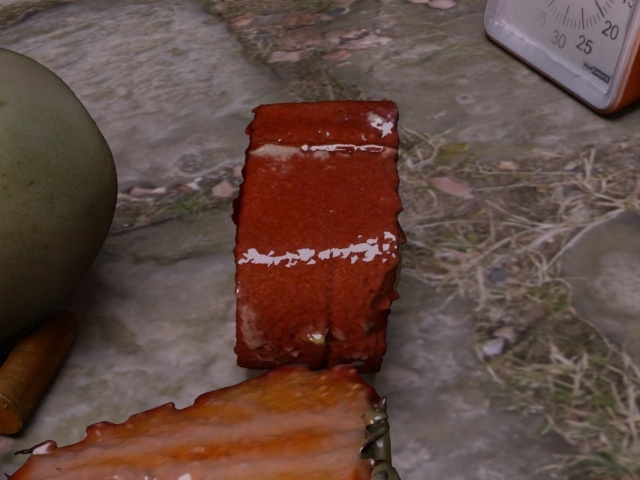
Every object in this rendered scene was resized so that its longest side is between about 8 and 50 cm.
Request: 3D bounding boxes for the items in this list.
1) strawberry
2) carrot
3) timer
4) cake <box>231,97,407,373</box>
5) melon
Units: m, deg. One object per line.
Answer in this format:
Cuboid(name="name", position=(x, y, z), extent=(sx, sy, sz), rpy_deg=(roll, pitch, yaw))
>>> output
Cuboid(name="strawberry", position=(-0.063, 0.211, 0.794), extent=(0.280, 0.150, 0.253), rpy_deg=(-16, 19, -10))
Cuboid(name="carrot", position=(-0.253, 0.106, 1.015), extent=(0.048, 0.048, 0.139), rpy_deg=(6, 38, 13))
Cuboid(name="timer", position=(0.324, -0.320, 1.327), extent=(0.161, 0.250, 0.257), rpy_deg=(-21, 41, -20))
Cuboid(name="cake", position=(0.000, 0.000, 1.023), extent=(0.151, 0.177, 0.283), rpy_deg=(-2, 44, 2))
Cuboid(name="melon", position=(-0.346, -0.028, 1.015), extent=(0.330, 0.268, 0.268), rpy_deg=(-32, 44, -7))
